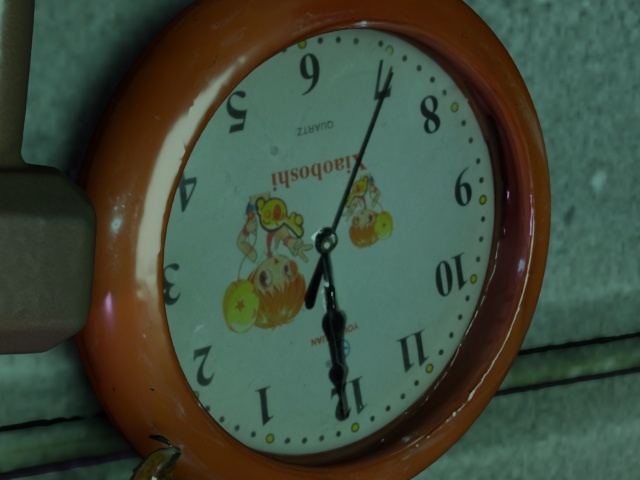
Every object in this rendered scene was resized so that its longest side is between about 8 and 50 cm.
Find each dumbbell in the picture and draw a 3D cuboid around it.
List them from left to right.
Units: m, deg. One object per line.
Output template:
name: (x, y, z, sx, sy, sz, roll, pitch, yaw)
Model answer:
dumbbell: (-0.105, -0.080, 0.615, 0.082, 0.092, 0.231, 4, 95, -7)

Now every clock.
clock: (0.000, 0.000, 0.722, 0.205, 0.051, 0.205, -8, 105, -34)

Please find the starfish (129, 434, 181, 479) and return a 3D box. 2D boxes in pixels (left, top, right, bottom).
starfish: (-0.062, 0.180, 0.698, 0.240, 0.043, 0.227, 20, 102, -43)
